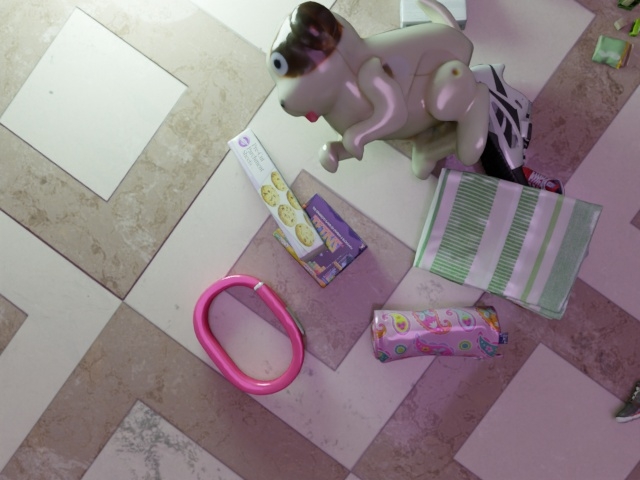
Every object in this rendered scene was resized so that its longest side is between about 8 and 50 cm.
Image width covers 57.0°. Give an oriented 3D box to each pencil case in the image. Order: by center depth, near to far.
[{"bbox_3d":[0.252,0.206,1.290,0.284,0.124,0.124,-2,90,2],"label":"pencil case"}]

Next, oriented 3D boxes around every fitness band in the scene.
[{"bbox_3d":[-0.162,0.216,1.350,0.209,0.054,0.291,-38,87,3],"label":"fitness band"}]

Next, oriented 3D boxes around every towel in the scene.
[{"bbox_3d":[0.374,0.000,1.223,0.325,0.038,0.247,20,105,23],"label":"towel"}]

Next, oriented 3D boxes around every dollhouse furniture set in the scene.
[{"bbox_3d":[0.662,-0.459,1.287,0.076,0.058,0.151,18,92,4],"label":"dollhouse furniture set"}]

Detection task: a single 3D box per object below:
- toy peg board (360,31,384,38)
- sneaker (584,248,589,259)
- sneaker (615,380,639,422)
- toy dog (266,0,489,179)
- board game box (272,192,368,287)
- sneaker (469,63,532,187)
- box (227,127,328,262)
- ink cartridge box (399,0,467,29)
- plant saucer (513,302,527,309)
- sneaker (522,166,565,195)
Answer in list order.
[{"bbox_3d":[0.080,-0.381,1.316,0.161,0.079,0.161,-9,90,4],"label":"toy peg board"},{"bbox_3d":[0.435,-0.018,1.270,0.297,0.129,0.111,10,99,5],"label":"sneaker"},{"bbox_3d":[0.714,0.347,1.302,0.158,0.061,0.065,-31,62,3],"label":"sneaker"},{"bbox_3d":[0.098,-0.321,1.147,0.408,0.284,0.395,9,94,-16],"label":"toy dog"},{"bbox_3d":[0.000,0.000,1.340,0.141,0.048,0.170,-44,88,4],"label":"board game box"},{"bbox_3d":[0.409,-0.236,1.271,0.146,0.122,0.330,-21,86,-5],"label":"sneaker"},{"bbox_3d":[-0.095,-0.100,1.303,0.067,0.063,0.324,-33,75,3],"label":"box"},{"bbox_3d":[0.253,-0.561,1.332,0.146,0.045,0.179,0,72,4],"label":"ink cartridge box"},{"bbox_3d":[0.467,0.113,1.328,0.084,0.013,0.083,0,91,4],"label":"plant saucer"},{"bbox_3d":[0.484,-0.129,1.297,0.118,0.067,0.042,33,93,3],"label":"sneaker"}]
